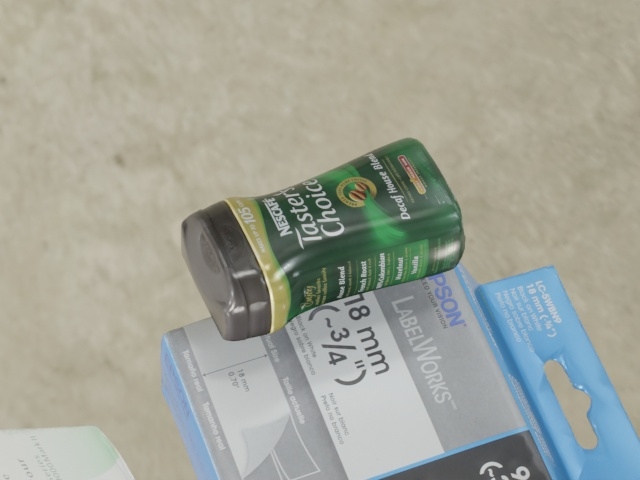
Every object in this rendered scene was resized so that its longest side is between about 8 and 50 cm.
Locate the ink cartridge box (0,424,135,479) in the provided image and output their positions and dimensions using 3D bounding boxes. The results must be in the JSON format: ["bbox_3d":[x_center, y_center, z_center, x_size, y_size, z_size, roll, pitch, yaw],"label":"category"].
[{"bbox_3d":[-0.169,0.128,0.500,0.181,0.056,0.224,-44,156,18],"label":"ink cartridge box"}]

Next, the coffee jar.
[{"bbox_3d":[0.000,0.000,1.229,0.184,0.096,0.079,-20,149,-15],"label":"coffee jar"}]

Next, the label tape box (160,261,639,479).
[{"bbox_3d":[0.078,0.137,1.298,0.333,0.241,0.106,-17,155,-14],"label":"label tape box"}]
